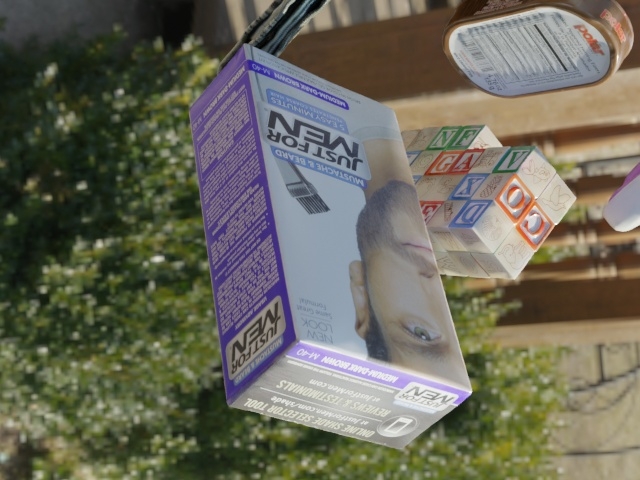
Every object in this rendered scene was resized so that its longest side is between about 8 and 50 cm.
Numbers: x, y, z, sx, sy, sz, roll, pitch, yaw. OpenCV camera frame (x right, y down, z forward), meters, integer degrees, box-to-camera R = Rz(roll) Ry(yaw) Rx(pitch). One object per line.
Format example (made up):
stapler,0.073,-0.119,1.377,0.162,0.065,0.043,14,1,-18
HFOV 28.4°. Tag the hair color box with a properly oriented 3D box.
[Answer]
hair color box,0.000,0.000,1.114,0.185,0.110,0.339,19,43,-33

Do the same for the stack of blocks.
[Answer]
stack of blocks,0.161,-0.050,1.515,0.087,0.297,0.171,48,69,-23

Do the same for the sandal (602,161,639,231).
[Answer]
sandal,0.446,-0.181,1.361,0.102,0.416,0.169,45,4,9

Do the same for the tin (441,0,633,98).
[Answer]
tin,0.192,-0.178,1.142,0.106,0.190,0.040,44,61,-29

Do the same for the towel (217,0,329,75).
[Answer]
towel,0.011,-0.296,1.335,0.056,0.312,0.324,42,20,-9
